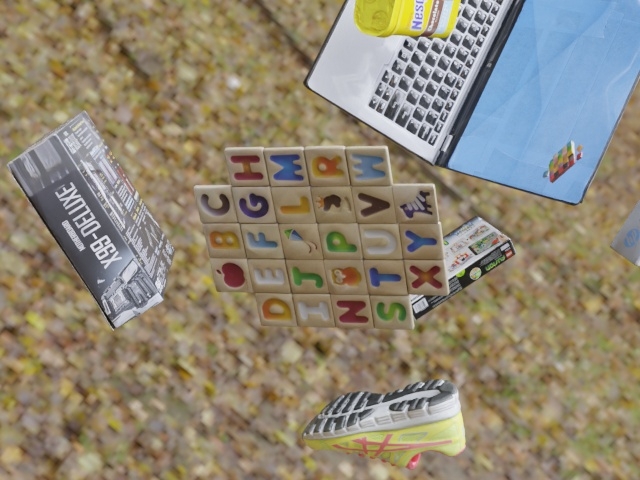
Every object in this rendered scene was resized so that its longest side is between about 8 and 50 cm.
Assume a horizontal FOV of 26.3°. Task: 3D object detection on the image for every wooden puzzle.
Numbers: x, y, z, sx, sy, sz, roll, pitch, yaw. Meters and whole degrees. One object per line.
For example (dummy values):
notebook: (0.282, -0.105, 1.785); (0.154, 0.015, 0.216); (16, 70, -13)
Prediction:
wooden puzzle: (0.349, -0.114, 1.981); (0.006, 0.083, 0.049); (30, 39, -20)

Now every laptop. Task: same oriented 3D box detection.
laptop: (0.260, -0.312, 2.120); (0.408, 0.382, 0.236); (30, -11, -20)

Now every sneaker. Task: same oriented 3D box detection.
sneaker: (0.073, 0.225, 1.567); (0.081, 0.208, 0.094); (-49, 120, -51)

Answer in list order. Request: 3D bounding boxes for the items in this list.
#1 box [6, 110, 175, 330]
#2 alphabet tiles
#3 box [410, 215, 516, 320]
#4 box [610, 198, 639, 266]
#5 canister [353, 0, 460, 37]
box: (-0.289, -0.037, 1.789); (0.242, 0.076, 0.307); (58, 3, -12)
alphabet tiles: (0.000, 0.000, 1.879); (0.342, 0.285, 0.011); (0, 31, 18)
box: (0.212, 0.044, 2.301); (0.114, 0.207, 0.036); (43, -17, 57)
box: (0.305, -0.014, 0.919); (0.186, 0.145, 0.038); (26, 11, -26)
canister: (0.135, -0.363, 2.037); (0.073, 0.126, 0.170); (22, 18, 36)
